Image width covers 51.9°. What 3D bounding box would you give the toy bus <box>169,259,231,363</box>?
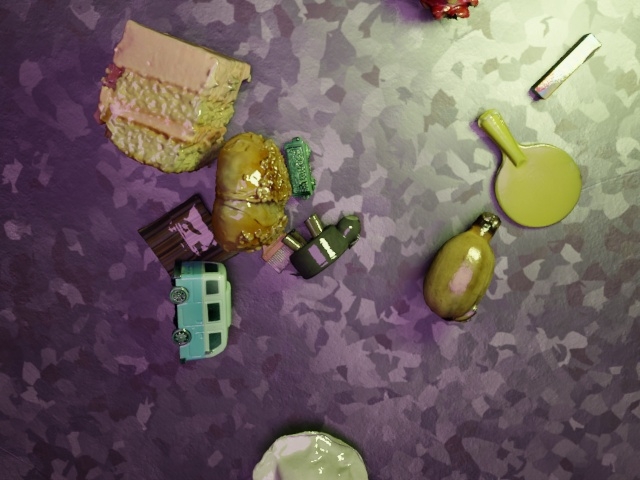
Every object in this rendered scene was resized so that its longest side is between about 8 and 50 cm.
[{"bbox_3d":[-0.332,0.197,1.836,0.165,0.133,0.271,-2,110,-11],"label":"toy bus"}]

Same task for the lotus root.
[{"bbox_3d":[0.386,0.064,1.758,0.183,0.183,0.310,25,98,-2],"label":"lotus root"}]

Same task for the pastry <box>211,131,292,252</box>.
[{"bbox_3d":[-0.166,-0.121,1.700,0.184,0.284,0.316,7,94,5],"label":"pastry"}]

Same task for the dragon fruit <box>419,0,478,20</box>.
[{"bbox_3d":[0.308,-0.679,1.616,0.218,0.273,0.198,2,146,-2],"label":"dragon fruit"}]

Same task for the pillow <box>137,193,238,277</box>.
[{"bbox_3d":[-0.375,0.005,1.858,0.208,0.052,0.212,-32,100,10],"label":"pillow"}]

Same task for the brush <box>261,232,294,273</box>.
[{"bbox_3d":[-0.179,-0.031,1.859,0.272,0.013,0.103,44,101,-5],"label":"brush"}]

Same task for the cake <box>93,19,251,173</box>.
[{"bbox_3d":[-0.378,-0.358,1.657,0.293,0.314,0.307,25,104,0],"label":"cake"}]

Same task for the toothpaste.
[{"bbox_3d":[0.632,-0.447,1.691,0.044,0.070,0.193,43,101,-7],"label":"toothpaste"}]

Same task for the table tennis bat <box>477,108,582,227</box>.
[{"bbox_3d":[0.543,-0.196,1.762,0.224,0.054,0.369,-39,101,11],"label":"table tennis bat"}]

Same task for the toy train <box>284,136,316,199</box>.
[{"bbox_3d":[-0.057,-0.192,1.774,0.070,0.099,0.172,-8,101,8],"label":"toy train"}]

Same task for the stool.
[{"bbox_3d":[-0.003,0.002,1.799,0.228,0.153,0.139,-40,95,-33],"label":"stool"}]

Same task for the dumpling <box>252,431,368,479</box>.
[{"bbox_3d":[-0.001,0.701,1.920,0.341,0.181,0.260,29,93,20],"label":"dumpling"}]
